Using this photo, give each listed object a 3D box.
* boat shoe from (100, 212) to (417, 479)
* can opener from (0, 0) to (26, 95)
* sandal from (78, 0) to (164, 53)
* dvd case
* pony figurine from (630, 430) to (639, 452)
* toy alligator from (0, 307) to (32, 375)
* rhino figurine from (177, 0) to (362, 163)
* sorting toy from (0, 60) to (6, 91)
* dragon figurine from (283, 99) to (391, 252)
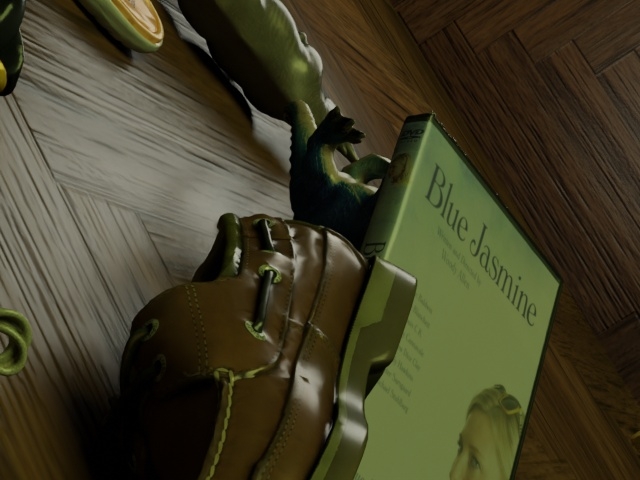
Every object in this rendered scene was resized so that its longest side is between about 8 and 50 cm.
[{"bbox_3d":[-0.041,0.077,0.561,0.104,0.110,0.307,29,21,-2],"label":"boat shoe"},{"bbox_3d":[-0.195,-0.152,0.646,0.059,0.073,0.186,-21,71,-37],"label":"can opener"},{"bbox_3d":[-0.167,-0.238,0.870,0.265,0.076,0.102,48,15,-30],"label":"sandal"},{"bbox_3d":[0.067,0.080,0.779,0.180,0.022,0.253,46,52,-39],"label":"dvd case"},{"bbox_3d":[0.359,0.323,1.128,0.351,0.303,0.363,-20,79,-44],"label":"pony figurine"},{"bbox_3d":[-0.167,-0.022,0.424,0.051,0.056,0.189,4,-39,53],"label":"toy alligator"},{"bbox_3d":[-0.036,-0.143,1.131,0.243,0.073,0.106,51,10,-27],"label":"rhino figurine"},{"bbox_3d":[-0.174,-0.071,0.552,0.083,0.045,0.075,57,32,3],"label":"sorting toy"},{"bbox_3d":[0.000,0.000,0.884,0.289,0.144,0.085,43,1,43],"label":"dragon figurine"}]
